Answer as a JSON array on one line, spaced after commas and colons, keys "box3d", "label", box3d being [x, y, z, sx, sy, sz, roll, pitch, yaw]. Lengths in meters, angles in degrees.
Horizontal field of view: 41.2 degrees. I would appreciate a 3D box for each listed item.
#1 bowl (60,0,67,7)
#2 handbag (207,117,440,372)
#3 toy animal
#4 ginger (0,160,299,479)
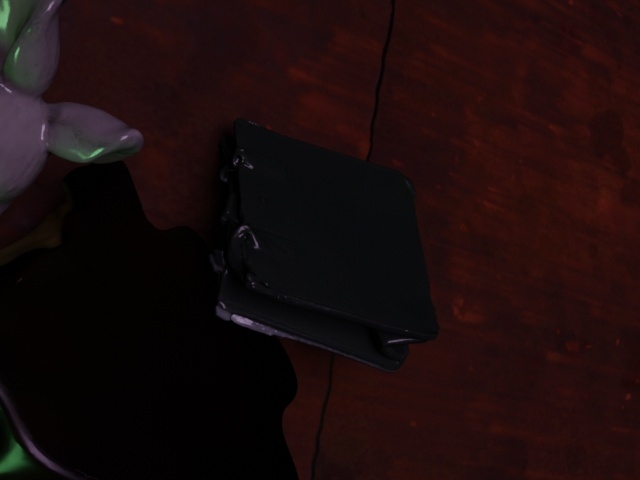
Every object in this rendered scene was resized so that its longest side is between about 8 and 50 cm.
[{"box3d": [-0.333, -0.256, 0.757, 0.211, 0.112, 0.211, 19, 57, -32], "label": "bowl"}, {"box3d": [0.002, -0.001, 0.933, 0.260, 0.079, 0.247, 21, 43, -28], "label": "handbag"}, {"box3d": [-0.320, -0.097, 0.681, 0.325, 0.154, 0.208, -22, 122, 7], "label": "toy animal"}, {"box3d": [-0.222, 0.128, 0.793, 0.413, 0.211, 0.358, 40, 33, -27], "label": "ginger"}]
